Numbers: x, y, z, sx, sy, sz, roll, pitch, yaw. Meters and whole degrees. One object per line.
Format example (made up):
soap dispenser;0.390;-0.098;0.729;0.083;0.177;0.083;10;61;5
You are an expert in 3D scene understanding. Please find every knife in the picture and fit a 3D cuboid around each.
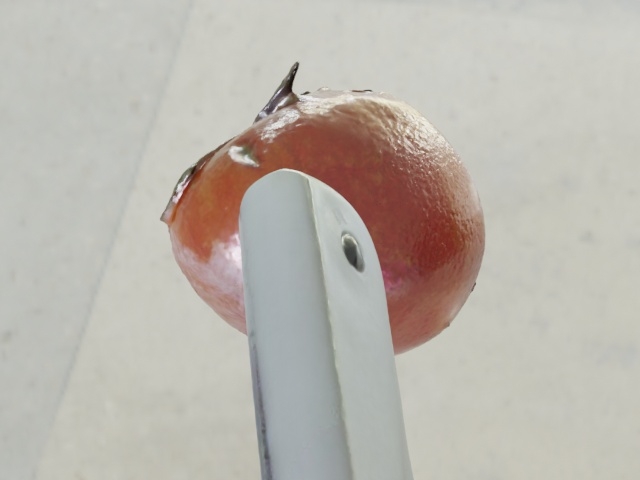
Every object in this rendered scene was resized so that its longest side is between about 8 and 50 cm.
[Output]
knife;0.014;0.098;0.618;0.040;0.073;0.265;-30;54;28

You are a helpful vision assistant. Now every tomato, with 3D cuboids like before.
tomato;-0.003;-0.002;1.823;0.309;0.309;0.170;14;9;13
